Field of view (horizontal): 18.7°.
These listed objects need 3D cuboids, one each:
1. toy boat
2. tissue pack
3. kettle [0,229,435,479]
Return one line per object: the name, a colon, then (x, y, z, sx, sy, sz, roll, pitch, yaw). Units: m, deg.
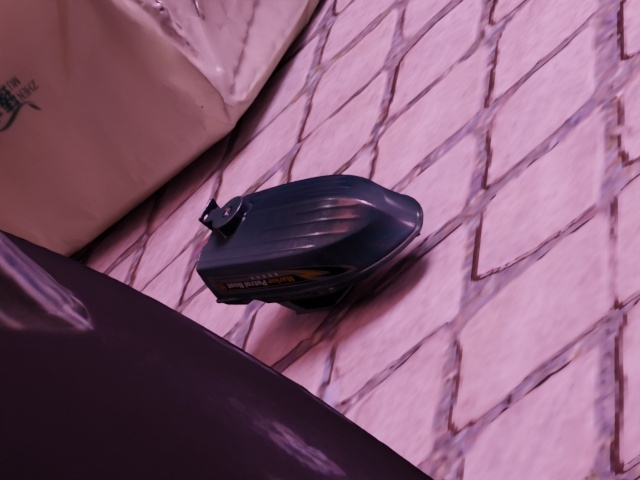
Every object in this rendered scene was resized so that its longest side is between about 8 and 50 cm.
toy boat: (0.000, 0.000, 0.874, 0.141, 0.060, 0.055, -10, 42, 55)
tissue pack: (-0.173, -0.150, 1.378, 0.380, 0.207, 0.297, -33, 22, 44)
kettle: (-0.112, 0.119, 0.502, 0.268, 0.290, 0.207, -45, 18, 21)
